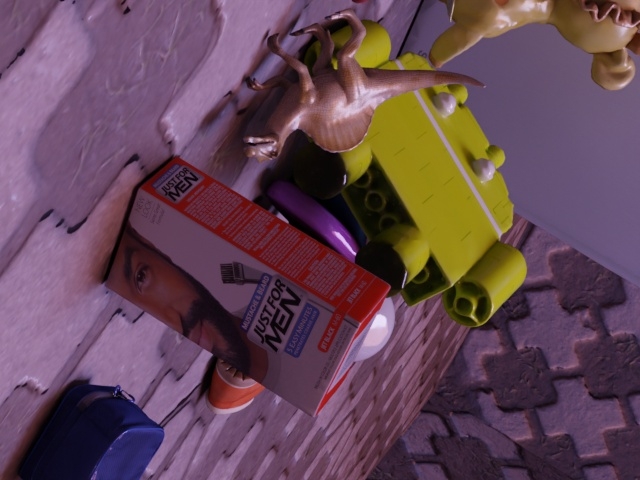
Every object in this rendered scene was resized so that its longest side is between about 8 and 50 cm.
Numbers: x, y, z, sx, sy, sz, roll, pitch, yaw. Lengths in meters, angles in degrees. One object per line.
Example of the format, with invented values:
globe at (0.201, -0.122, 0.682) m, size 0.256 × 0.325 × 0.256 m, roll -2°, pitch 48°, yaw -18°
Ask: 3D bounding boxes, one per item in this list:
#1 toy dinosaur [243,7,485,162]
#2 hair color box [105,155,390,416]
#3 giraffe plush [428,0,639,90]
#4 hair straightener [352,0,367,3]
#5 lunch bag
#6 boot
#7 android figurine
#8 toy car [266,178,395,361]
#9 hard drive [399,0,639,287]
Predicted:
toy dinosaur at (0.015, -0.110, 1.110) m, size 0.183 × 0.092 × 0.053 m, roll -22°, pitch -175°, yaw -20°
hair color box at (-0.049, 0.030, 1.042) m, size 0.053 × 0.167 × 0.093 m, roll -46°, pitch 164°, yaw -50°
giraffe plush at (0.191, -0.216, 1.274) m, size 0.181 × 0.171 × 0.210 m, roll 107°, pitch -4°, yaw -48°
hair straightener at (0.069, -0.275, 1.086) m, size 0.089 × 0.047 × 0.230 m, roll -41°, pitch 156°, yaw -58°
lunch bag at (-0.164, 0.147, 1.139) m, size 0.098 × 0.065 × 0.067 m, roll -58°, pitch 154°, yaw 7°
boot at (-0.055, 0.109, 1.556) m, size 0.158 × 0.059 × 0.084 m, roll -36°, pitch 160°, yaw -42°
android figurine at (0.075, -0.055, 1.237) m, size 0.056 × 0.248 × 0.273 m, roll -29°, pitch -177°, yaw 31°
toy car at (0.000, 0.000, 1.325) m, size 0.136 × 0.159 × 0.182 m, roll 32°, pitch 90°, yaw -43°
hard drive at (0.237, -0.110, 1.435) m, size 0.047 × 0.353 × 0.233 m, roll -44°, pitch 162°, yaw -51°
